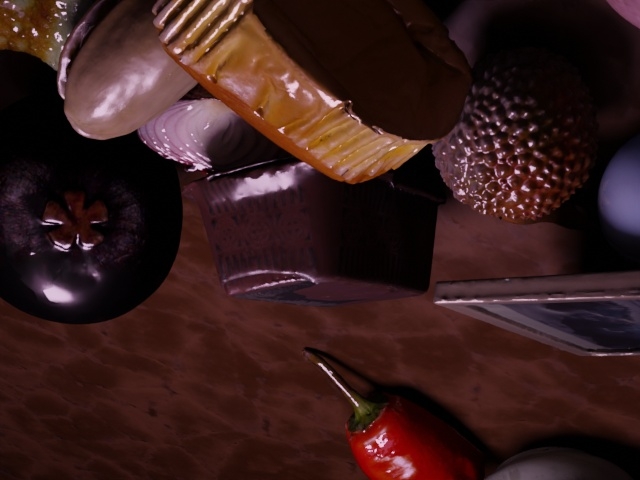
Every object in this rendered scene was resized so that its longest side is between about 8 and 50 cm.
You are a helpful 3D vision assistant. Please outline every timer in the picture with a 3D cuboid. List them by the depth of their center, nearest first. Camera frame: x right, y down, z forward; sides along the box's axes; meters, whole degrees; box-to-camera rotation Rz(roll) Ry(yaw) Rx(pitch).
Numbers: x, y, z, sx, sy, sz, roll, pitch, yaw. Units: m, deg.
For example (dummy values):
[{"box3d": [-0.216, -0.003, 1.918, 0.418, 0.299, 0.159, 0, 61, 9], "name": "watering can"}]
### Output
[{"box3d": [0.355, -0.072, 1.178, 0.175, 0.175, 0.255, 13, 135, 9], "name": "timer"}]

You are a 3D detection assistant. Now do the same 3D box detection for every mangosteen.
[{"box3d": [-0.298, -0.041, 1.465, 0.275, 0.275, 0.302, 31, 176, -18], "name": "mangosteen"}]

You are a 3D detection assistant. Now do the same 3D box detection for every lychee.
[{"box3d": [0.189, -0.098, 1.202, 0.165, 0.165, 0.197, 10, 147, 12], "name": "lychee"}]

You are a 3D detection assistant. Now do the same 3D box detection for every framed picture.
[{"box3d": [0.360, 0.087, 1.339, 0.326, 0.028, 0.446, -4, 166, 31], "name": "framed picture"}]

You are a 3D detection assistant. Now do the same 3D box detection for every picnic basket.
[{"box3d": [0.000, 0.000, 1.341, 0.222, 0.129, 0.297, -9, 169, 31], "name": "picnic basket"}]

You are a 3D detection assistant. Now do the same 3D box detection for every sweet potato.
[{"box3d": [0.227, -0.043, 1.366, 0.194, 0.056, 0.056, 18, 147, -8], "name": "sweet potato"}]

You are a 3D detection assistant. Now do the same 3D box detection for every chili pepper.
[{"box3d": [0.106, 0.293, 1.827, 0.134, 0.131, 0.338, -17, 133, 39], "name": "chili pepper"}]

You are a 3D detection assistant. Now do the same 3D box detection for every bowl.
[{"box3d": [0.347, 0.415, 1.821, 0.307, 0.163, 0.307, -2, 140, -2], "name": "bowl"}]

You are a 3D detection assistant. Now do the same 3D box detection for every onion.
[{"box3d": [-0.094, -0.133, 1.342, 0.205, 0.098, 0.151, 11, 142, 9], "name": "onion"}]

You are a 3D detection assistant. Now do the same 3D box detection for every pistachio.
[{"box3d": [-0.178, -0.190, 1.240, 0.206, 0.130, 0.131, -41, 122, 16], "name": "pistachio"}]

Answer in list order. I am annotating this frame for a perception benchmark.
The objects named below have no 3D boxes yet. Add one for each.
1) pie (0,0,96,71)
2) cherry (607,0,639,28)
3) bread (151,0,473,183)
[{"box3d": [-0.349, -0.280, 1.284, 0.302, 0.067, 0.302, 12, 145, 8], "name": "pie"}, {"box3d": [0.305, -0.230, 0.901, 0.206, 0.239, 0.239, 59, 149, 15], "name": "cherry"}, {"box3d": [-0.010, -0.175, 1.134, 0.288, 0.204, 0.156, 38, 141, -12], "name": "bread"}]
